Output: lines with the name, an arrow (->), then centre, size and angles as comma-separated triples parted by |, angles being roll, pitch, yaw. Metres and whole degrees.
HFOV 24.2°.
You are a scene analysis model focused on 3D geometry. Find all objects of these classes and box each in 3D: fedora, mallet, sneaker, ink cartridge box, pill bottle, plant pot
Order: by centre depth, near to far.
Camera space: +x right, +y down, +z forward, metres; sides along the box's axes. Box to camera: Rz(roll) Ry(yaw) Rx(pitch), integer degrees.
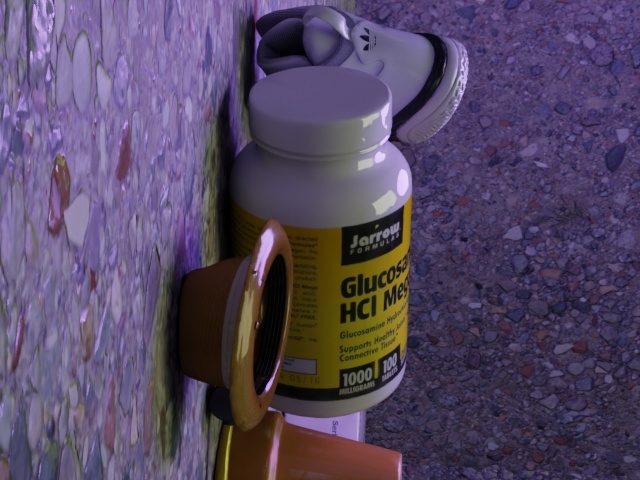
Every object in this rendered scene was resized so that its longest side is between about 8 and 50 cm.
fedora -> -0.077, 0.069, 1.289 | 0.194, 0.079, 0.194 | 6, 90, -81
mallet -> -0.096, 0.228, 1.451 | 0.062, 0.039, 0.189 | 67, 30, -83
pill bottle -> 0.000, 0.000, 1.542 | 0.188, 0.188, 0.334 | -80, 171, -60
plant pot -> -0.009, 0.286, 1.588 | 0.205, 0.188, 0.205 | 3, 90, -85
sneaker -> -0.011, -0.155, 1.728 | 0.366, 0.210, 0.137 | -35, -138, 50
ink cartridge box -> 0.012, 0.234, 2.309 | 0.273, 0.115, 0.198 | 64, 29, -81
